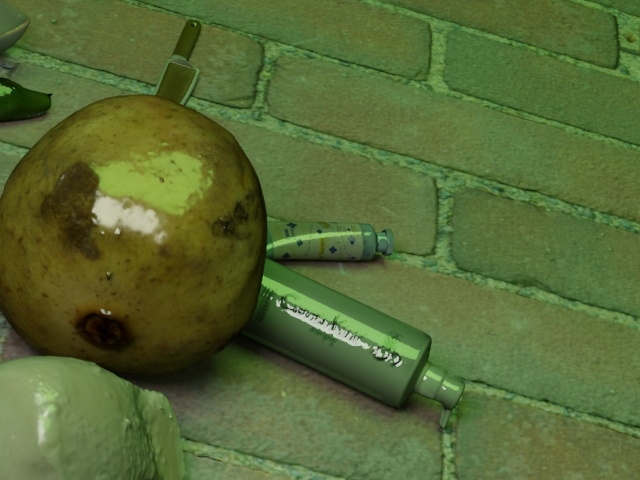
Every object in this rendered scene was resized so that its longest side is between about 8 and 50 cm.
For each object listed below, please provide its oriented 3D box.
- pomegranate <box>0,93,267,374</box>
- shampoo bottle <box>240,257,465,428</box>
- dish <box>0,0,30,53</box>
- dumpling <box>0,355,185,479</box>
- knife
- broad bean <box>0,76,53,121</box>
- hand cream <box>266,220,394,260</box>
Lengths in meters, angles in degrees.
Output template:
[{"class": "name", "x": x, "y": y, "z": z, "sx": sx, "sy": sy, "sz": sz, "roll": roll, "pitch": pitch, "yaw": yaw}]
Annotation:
[{"class": "pomegranate", "x": -0.188, "y": -0.002, "z": 1.629, "sx": 0.281, "sy": 0.281, "sz": 0.281, "roll": 12, "pitch": 35, "yaw": -9}, {"class": "shampoo bottle", "x": 0.027, "y": 0.104, "z": 1.740, "sx": 0.262, "sy": 0.085, "sz": 0.085, "roll": 25, "pitch": 36, "yaw": 9}, {"class": "dish", "x": -0.474, "y": -0.256, "z": 2.009, "sx": 0.212, "sy": 0.077, "sz": 0.151, "roll": -17, "pitch": 50, "yaw": -40}, {"class": "dumpling", "x": -0.224, "y": 0.208, "z": 1.443, "sx": 0.243, "sy": 0.175, "sz": 0.226, "roll": -9, "pitch": 71, "yaw": -13}, {"class": "knife", "x": -0.177, "y": -0.220, "z": 2.142, "sx": 0.046, "sy": 0.022, "sz": 0.256, "roll": 20, "pitch": 35, "yaw": -5}, {"class": "broad bean", "x": -0.408, "y": -0.165, "z": 1.943, "sx": 0.195, "sy": 0.046, "sz": 0.061, "roll": 5, "pitch": 40, "yaw": -15}, {"class": "hand cream", "x": 0.000, "y": 0.000, "z": 1.904, "sx": 0.171, "sy": 0.043, "sz": 0.065, "roll": 2, "pitch": 38, "yaw": -18}]
